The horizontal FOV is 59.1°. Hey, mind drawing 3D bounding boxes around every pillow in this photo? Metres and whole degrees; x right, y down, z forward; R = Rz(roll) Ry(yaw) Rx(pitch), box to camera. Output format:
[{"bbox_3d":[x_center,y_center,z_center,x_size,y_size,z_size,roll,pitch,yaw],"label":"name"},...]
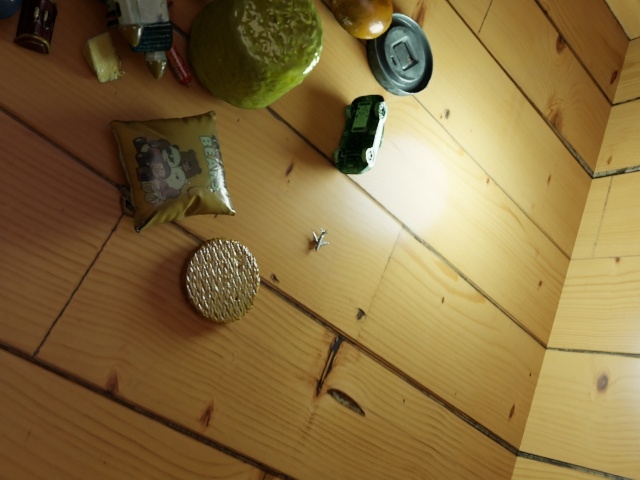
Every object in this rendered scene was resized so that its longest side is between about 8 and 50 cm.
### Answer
[{"bbox_3d":[-0.394,-0.197,1.550,0.312,0.119,0.310,-13,89,-38],"label":"pillow"}]

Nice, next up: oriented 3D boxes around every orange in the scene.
[{"bbox_3d":[0.141,-0.819,1.970,0.240,0.171,0.240,17,62,-35],"label":"orange"}]

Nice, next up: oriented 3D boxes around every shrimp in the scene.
[{"bbox_3d":[-0.515,-0.103,1.513,0.108,0.023,0.059,47,69,-23],"label":"shrimp"}]

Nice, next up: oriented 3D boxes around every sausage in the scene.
[{"bbox_3d":[-0.411,-0.504,1.616,0.050,0.048,0.145,-35,108,-28],"label":"sausage"}]

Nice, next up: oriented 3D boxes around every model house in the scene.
[{"bbox_3d":[-0.478,-0.566,1.470,0.184,0.253,0.291,-21,109,-29],"label":"model house"}]

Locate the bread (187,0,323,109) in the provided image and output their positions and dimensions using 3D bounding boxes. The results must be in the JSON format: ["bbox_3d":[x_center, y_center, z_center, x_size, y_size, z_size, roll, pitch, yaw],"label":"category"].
[{"bbox_3d":[-0.174,-0.574,1.632,0.348,0.308,0.348,3,84,-36],"label":"bread"}]

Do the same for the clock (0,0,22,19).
[{"bbox_3d":[-0.757,-0.631,1.314,0.200,0.146,0.243,16,71,0],"label":"clock"}]

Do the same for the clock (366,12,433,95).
[{"bbox_3d":[0.305,-0.701,2.148,0.313,0.061,0.312,4,83,-36],"label":"clock"}]

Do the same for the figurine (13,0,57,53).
[{"bbox_3d":[-0.691,-0.551,1.384,0.082,0.098,0.154,12,81,-31],"label":"figurine"}]

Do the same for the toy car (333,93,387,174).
[{"bbox_3d":[0.151,-0.356,1.963,0.125,0.136,0.306,31,68,-53],"label":"toy car"}]

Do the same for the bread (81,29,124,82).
[{"bbox_3d":[-0.565,-0.475,1.478,0.084,0.080,0.109,-35,104,-31],"label":"bread"}]

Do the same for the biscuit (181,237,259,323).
[{"bbox_3d":[-0.288,0.116,1.648,0.254,0.035,0.254,3,85,-37],"label":"biscuit"}]

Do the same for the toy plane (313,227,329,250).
[{"bbox_3d":[-0.001,-0.001,1.877,0.078,0.024,0.084,36,72,-29],"label":"toy plane"}]
